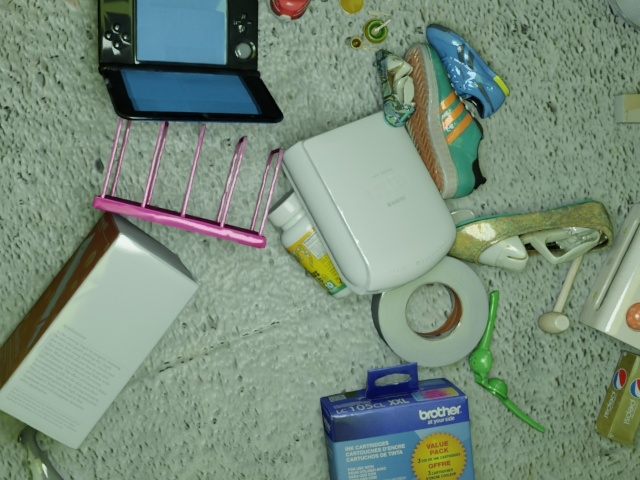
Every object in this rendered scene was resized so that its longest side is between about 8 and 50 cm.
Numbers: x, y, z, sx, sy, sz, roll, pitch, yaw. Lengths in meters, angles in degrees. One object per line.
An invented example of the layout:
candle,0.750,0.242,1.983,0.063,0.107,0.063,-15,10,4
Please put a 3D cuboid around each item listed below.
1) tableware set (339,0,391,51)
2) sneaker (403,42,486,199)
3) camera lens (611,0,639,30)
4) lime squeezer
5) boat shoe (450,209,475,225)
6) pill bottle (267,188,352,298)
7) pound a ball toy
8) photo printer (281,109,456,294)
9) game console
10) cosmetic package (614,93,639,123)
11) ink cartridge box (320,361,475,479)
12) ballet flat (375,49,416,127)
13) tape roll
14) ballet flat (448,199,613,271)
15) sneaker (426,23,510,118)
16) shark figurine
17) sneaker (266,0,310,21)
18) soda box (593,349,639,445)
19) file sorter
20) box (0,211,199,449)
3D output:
tableware set,0.086,-0.437,1.601,0.104,0.024,0.154,8,94,-9
sneaker,0.238,-0.229,1.611,0.121,0.108,0.302,-12,92,-27
camera lens,0.681,-0.507,1.559,0.220,0.274,0.219,-1,95,-9
lime squeezer,0.356,0.265,1.698,0.110,0.059,0.310,-25,98,-36
boat shoe,0.238,-0.038,1.652,0.125,0.038,0.046,-8,77,-9
pill bottle,0.000,0.000,1.578,0.117,0.117,0.208,-44,100,-3
pound a ball toy,0.599,0.079,1.669,0.208,0.136,0.319,26,90,-10
photo printer,0.099,-0.065,1.524,0.256,0.107,0.307,-25,86,-36
game console,-0.221,-0.329,1.452,0.293,0.173,0.250,-3,99,-26
cosmetic package,0.652,-0.264,1.694,0.115,0.041,0.060,-3,96,-9
ink cartridge box,0.150,0.426,1.625,0.270,0.151,0.395,-8,94,-8
ballet flat,0.146,-0.293,1.557,0.070,0.070,0.188,-1,58,-9
tape roll,0.212,0.132,1.645,0.219,0.072,0.219,-1,96,-9
ballet flat,0.406,0.002,1.632,0.349,0.123,0.123,-10,96,-10
sneaker,0.267,-0.322,1.615,0.209,0.069,0.082,44,85,-11
shark figurine,-0.475,0.449,1.571,0.116,0.166,0.278,-21,80,-32
sneaker,-0.014,-0.531,1.529,0.107,0.118,0.278,16,92,-10
soda box,0.627,0.321,1.730,0.058,0.061,0.181,18,92,-11
file sorter,-0.226,-0.113,1.492,0.291,0.202,0.182,14,91,-10
box,-0.394,0.144,1.465,0.168,0.215,0.345,38,89,-23
